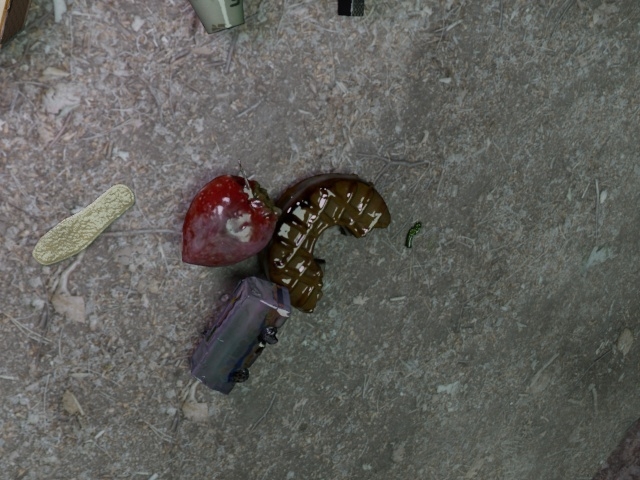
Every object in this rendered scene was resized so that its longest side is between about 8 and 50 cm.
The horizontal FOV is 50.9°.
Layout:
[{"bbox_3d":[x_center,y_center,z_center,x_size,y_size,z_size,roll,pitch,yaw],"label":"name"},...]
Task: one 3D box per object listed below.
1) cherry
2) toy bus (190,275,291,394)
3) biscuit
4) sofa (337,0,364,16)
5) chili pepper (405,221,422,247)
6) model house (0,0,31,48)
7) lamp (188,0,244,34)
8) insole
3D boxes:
[{"bbox_3d":[-0.216,-0.035,1.511,0.250,0.175,0.192,-44,114,-5],"label":"cherry"},{"bbox_3d":[-0.196,0.232,1.617,0.138,0.112,0.317,25,116,-23],"label":"toy bus"},{"bbox_3d":[-0.006,-0.016,1.666,0.268,0.115,0.366,37,89,-34],"label":"biscuit"},{"bbox_3d":[0.070,-0.569,1.521,0.039,0.060,0.117,-12,114,-30],"label":"sofa"},{"bbox_3d":[0.257,-0.017,1.862,0.027,0.022,0.083,26,98,0],"label":"chili pepper"},{"bbox_3d":[-0.591,-0.448,1.125,0.326,0.169,0.244,-28,120,12],"label":"model house"},{"bbox_3d":[-0.222,-0.531,1.349,0.121,0.121,0.214,-21,109,-20],"label":"lamp"},{"bbox_3d":[-0.509,-0.032,1.453,0.248,0.011,0.081,-40,122,-9],"label":"insole"}]
